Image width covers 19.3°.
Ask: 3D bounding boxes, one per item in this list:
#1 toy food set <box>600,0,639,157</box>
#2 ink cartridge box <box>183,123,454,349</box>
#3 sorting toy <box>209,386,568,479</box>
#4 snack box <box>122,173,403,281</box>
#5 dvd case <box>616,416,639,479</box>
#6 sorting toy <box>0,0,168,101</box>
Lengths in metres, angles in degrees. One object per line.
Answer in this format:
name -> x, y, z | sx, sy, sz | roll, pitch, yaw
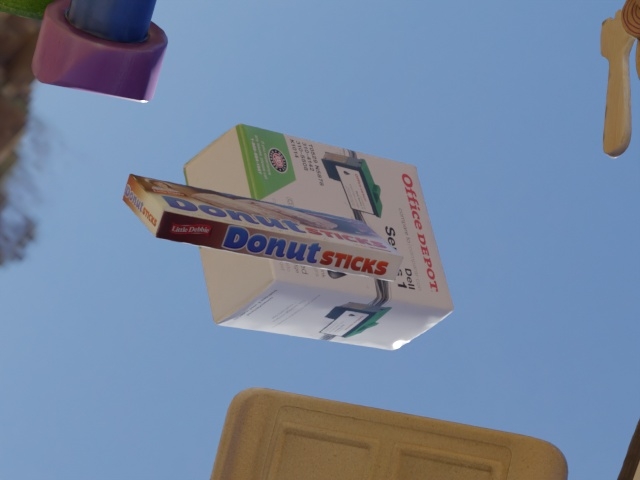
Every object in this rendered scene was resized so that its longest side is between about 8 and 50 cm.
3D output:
toy food set -> 0.203, -0.134, 0.982 | 0.192, 0.038, 0.132 | -38, -149, 40
ink cartridge box -> 0.000, 0.000, 1.677 | 0.092, 0.219, 0.160 | -36, -123, 39
sorting toy -> 0.015, 0.255, 1.155 | 0.229, 0.041, 0.307 | 9, -102, 27
snack box -> -0.036, -0.007, 1.217 | 0.064, 0.178, 0.022 | 44, -62, 55
dvd case -> 0.282, 0.134, 1.086 | 0.221, 0.018, 0.164 | 0, -142, 28
sorting toy -> -0.158, -0.212, 1.072 | 0.365, 0.127, 0.126 | 53, -49, 52
